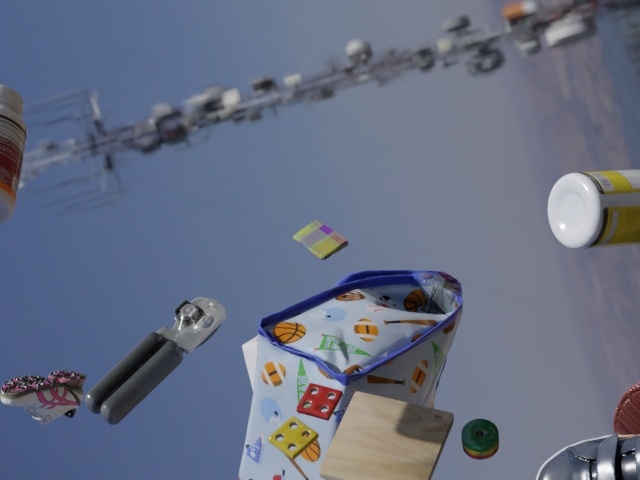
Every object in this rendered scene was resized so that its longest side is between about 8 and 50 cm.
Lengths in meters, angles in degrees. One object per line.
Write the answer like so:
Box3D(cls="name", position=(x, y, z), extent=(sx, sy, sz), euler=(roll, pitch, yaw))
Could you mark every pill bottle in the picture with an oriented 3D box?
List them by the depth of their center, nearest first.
Box3D(cls="pill bottle", position=(-0.379, -0.099, 1.473), extent=(0.086, 0.086, 0.152), euler=(61, -155, -54))
Box3D(cls="pill bottle", position=(0.406, -0.044, 1.752), extent=(0.103, 0.184, 0.103), euler=(11, 103, 59))

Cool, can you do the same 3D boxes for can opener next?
Box3D(cls="can opener", position=(-0.257, 0.200, 2.117), extent=(0.283, 0.076, 0.095), euler=(-45, -35, -28))

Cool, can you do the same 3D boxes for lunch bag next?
Box3D(cls="lunch bag", position=(0.065, 0.239, 2.073), extent=(0.385, 0.239, 0.328), euler=(-23, -48, -44))

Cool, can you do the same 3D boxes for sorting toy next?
Box3D(cls="sorting toy", position=(0.076, 0.261, 1.610), extent=(0.046, 0.274, 0.132), euler=(80, -152, -44))

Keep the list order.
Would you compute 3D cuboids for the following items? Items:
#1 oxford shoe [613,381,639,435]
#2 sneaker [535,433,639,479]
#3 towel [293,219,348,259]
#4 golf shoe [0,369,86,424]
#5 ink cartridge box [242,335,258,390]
Box3D(cls="oxford shoe", position=(0.551, 0.211, 1.918), extent=(0.123, 0.130, 0.348), euler=(45, 143, 13))
Box3D(cls="sneaker", position=(0.455, 0.321, 1.813), extent=(0.127, 0.321, 0.126), euler=(53, -149, -65))
Box3D(cls="towel", position=(0.000, 0.000, 2.176), extent=(0.083, 0.060, 0.009), euler=(35, 148, 37))
Box3D(cls="golf shoe", position=(-0.446, 0.260, 2.104), extent=(0.186, 0.067, 0.086), euler=(3, -85, -61))
Box3D(cls="ink cartridge box", position=(0.013, 0.220, 2.582), extent=(0.198, 0.273, 0.115), euler=(-28, -72, -52))
